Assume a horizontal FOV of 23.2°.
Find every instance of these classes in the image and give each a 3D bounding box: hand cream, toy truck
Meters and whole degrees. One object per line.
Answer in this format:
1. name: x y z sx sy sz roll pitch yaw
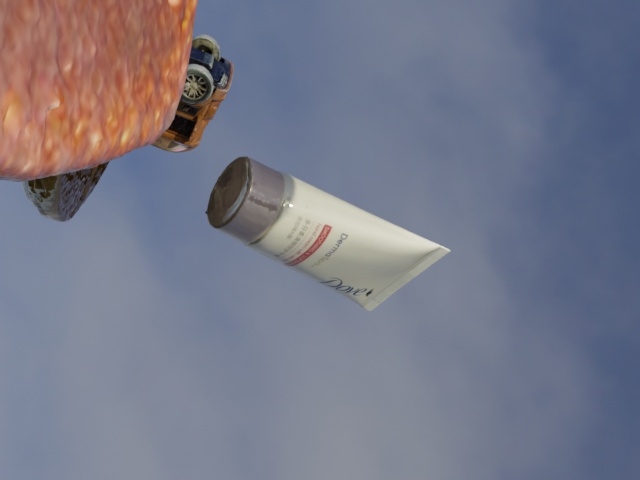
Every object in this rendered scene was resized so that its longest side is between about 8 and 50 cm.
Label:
1. hand cream: 0.000 0.000 1.636 0.133 0.247 0.083 -40 -143 39
2. toy truck: -0.174 -0.145 1.310 0.083 0.192 0.092 -87 -160 -62

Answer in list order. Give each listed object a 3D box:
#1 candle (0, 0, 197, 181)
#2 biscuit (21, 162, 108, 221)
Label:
1. candle: -0.100 -0.130 0.498 0.287 0.131 0.317 83 21 -50
2. biscuit: -0.143 -0.113 0.974 0.181 0.049 0.208 -61 174 -67
